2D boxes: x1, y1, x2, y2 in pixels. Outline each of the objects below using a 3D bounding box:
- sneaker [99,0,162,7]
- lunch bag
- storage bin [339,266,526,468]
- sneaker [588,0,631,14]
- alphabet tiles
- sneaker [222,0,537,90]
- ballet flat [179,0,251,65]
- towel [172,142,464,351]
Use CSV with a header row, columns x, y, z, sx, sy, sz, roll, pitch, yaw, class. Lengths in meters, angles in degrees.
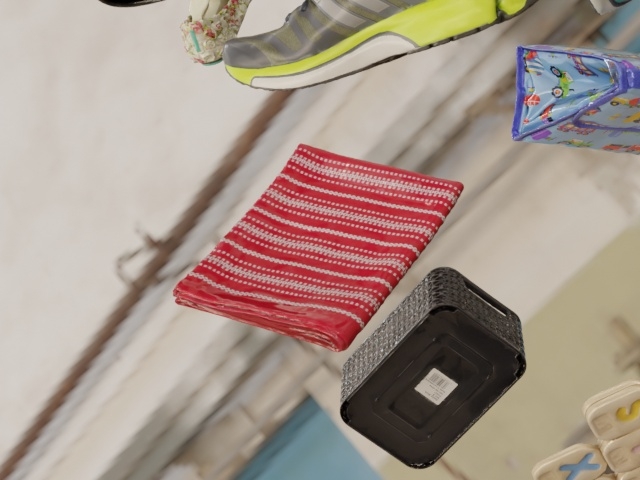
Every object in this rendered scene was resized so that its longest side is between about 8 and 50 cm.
x,y,z,sx,sy,sz,roll,pitch,yaw,class
-0.165,-0.361,1.974,0.104,0.147,0.296,10,-26,-42,sneaker
0.419,-0.197,2.284,0.221,0.138,0.293,5,-4,-23,lunch bag
0.115,0.133,1.811,0.180,0.122,0.084,-48,16,23,storage bin
0.360,-0.423,2.305,0.110,0.107,0.275,-26,-49,16,sneaker
0.353,0.210,1.690,0.278,0.021,0.284,-26,-45,7,alphabet tiles
0.041,-0.211,1.506,0.300,0.121,0.111,-16,6,28,sneaker
-0.138,-0.335,2.399,0.091,0.077,0.241,-15,38,20,ballet flat
0.000,0.000,1.746,0.275,0.199,0.031,-51,-34,-42,towel
